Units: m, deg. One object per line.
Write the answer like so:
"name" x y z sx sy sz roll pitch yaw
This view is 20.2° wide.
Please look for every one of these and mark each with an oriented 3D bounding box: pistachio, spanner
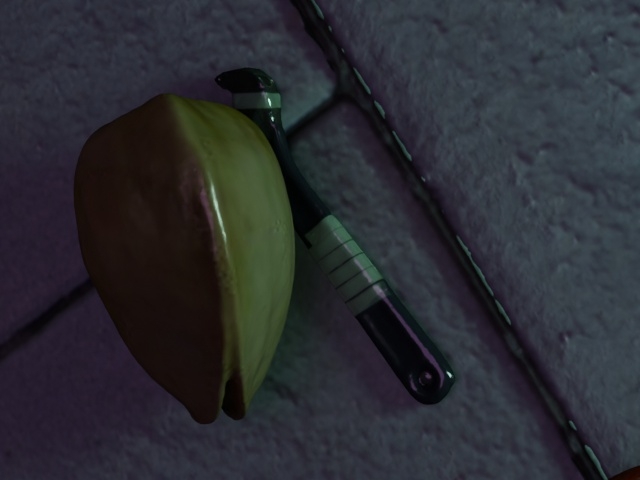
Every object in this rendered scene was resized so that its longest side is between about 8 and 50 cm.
"pistachio" -0.095 0.016 1.363 0.163 0.213 0.260 -16 97 -7
"spanner" 0.000 0.000 1.403 0.087 0.024 0.316 -42 74 23

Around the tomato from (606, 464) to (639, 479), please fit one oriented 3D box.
"tomato" 0.250 0.230 1.198 0.151 0.187 0.187 -26 78 3
